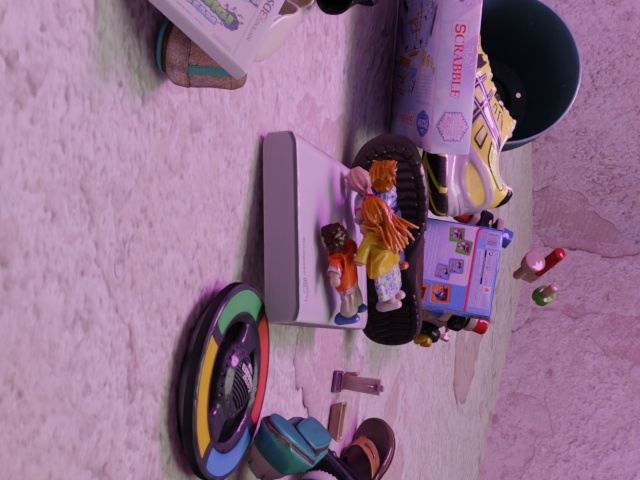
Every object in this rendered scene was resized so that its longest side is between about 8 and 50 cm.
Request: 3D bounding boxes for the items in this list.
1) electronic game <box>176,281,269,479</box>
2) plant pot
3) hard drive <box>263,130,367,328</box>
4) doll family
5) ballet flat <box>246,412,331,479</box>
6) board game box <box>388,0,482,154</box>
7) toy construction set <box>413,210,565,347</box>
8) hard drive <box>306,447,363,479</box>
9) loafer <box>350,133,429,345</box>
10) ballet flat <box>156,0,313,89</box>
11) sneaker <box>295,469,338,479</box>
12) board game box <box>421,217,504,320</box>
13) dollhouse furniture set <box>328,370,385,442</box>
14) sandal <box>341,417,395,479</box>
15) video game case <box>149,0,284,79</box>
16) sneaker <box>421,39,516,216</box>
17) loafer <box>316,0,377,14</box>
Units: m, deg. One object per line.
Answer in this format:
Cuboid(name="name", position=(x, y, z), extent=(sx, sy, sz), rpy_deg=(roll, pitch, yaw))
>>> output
Cuboid(name="electronic game", position=(-0.105, 0.161, 1.302), extent=(0.229, 0.048, 0.229), rpy_deg=(6, 90, -73))
Cuboid(name="plant pot", position=(0.326, -0.300, 2.168), extent=(0.235, 0.293, 0.292), rpy_deg=(91, 8, -82))
Cuboid(name="hard drive", position=(0.000, 0.000, 1.527), extent=(0.353, 0.047, 0.232), rpy_deg=(20, 68, -73))
Cuboid(name="doll family", position=(0.080, -0.015, 1.507), extent=(0.263, 0.118, 0.163), rpy_deg=(-67, 150, -59))
Cuboid(name="ballet flat", position=(-0.047, 0.275, 1.470), extent=(0.087, 0.083, 0.247), rpy_deg=(-44, 166, 3))
Cuboid(name="board game box", position=(0.180, -0.307, 1.811), extent=(0.318, 0.066, 0.317), rpy_deg=(-128, -138, -77))
Cuboid(name="toy construction set", position=(0.276, 0.083, 2.147), extent=(0.237, 0.309, 0.257), rpy_deg=(127, -40, -60))
Cuboid(name="hard drive", position=(0.067, 0.402, 1.723), extent=(0.054, 0.172, 0.254), rpy_deg=(-44, 136, -5))
Cuboid(name="loafer", position=(0.104, -0.011, 1.827), extent=(0.130, 0.134, 0.365), rpy_deg=(-79, 171, -61))
Cuboid(name="ballet flat", position=(-0.064, -0.253, 1.171), extent=(0.107, 0.106, 0.316), rpy_deg=(91, 16, -47))
Cuboid(name="sneaker", position=(-0.065, 0.432, 1.404), extent=(0.146, 0.102, 0.293), rpy_deg=(-12, 121, -70))
Cuboid(name="board game box", position=(0.201, 0.043, 1.978), extent=(0.039, 0.212, 0.160), rpy_deg=(86, 15, -75))
Cuboid(name="dollhouse furniture set", position=(0.065, 0.272, 1.843), extent=(0.091, 0.081, 0.114), rpy_deg=(24, 74, -72))
Cuboid(name="sandal", position=(0.061, 0.378, 1.913), extent=(0.060, 0.090, 0.219), rpy_deg=(59, 42, -29))
Cuboid(name="video game case", position=(-0.105, -0.244, 1.038), extent=(0.157, 0.019, 0.143), rpy_deg=(41, 46, -22))
Cuboid(name="sneaker", position=(0.257, -0.232, 1.983), extent=(0.145, 0.147, 0.384), rpy_deg=(178, -87, -79))
Cuboid(name="loafer", position=(0.020, -0.333, 1.487), extent=(0.223, 0.076, 0.078), rpy_deg=(2, 100, -68))
